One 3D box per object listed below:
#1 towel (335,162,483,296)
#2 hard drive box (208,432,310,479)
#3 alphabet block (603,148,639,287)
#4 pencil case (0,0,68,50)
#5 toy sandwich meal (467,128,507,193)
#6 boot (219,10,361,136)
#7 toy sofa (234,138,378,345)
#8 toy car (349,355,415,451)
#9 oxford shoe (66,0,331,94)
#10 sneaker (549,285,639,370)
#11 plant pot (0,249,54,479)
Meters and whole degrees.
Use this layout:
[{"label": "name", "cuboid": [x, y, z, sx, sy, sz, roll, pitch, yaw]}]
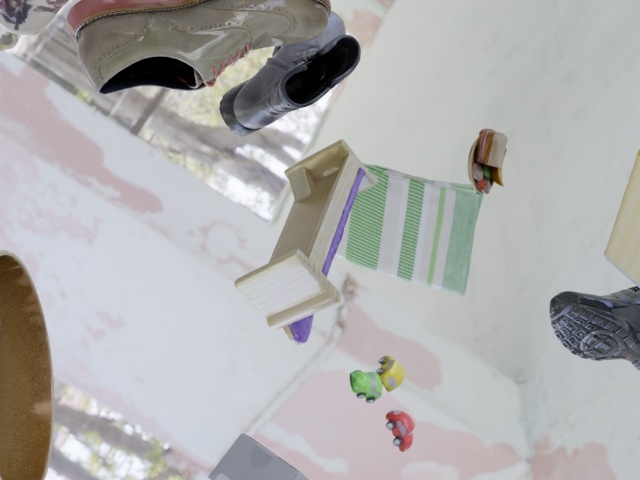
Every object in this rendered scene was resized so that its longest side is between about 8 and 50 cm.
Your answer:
[{"label": "towel", "cuboid": [0.177, -0.034, 1.932, 0.038, 0.324, 0.248, -37, 137, -59]}, {"label": "hard drive box", "cuboid": [-0.031, 0.409, 1.339, 0.089, 0.232, 0.181, -51, -152, -15]}, {"label": "alphabet block", "cuboid": [0.529, -0.027, 1.192, 0.193, 0.192, 0.197, -25, 141, -24]}, {"label": "pencil case", "cuboid": [-0.177, -0.352, 0.878, 0.410, 0.184, 0.160, -29, -160, -2]}, {"label": "toy sandwich meal", "cuboid": [0.218, -0.101, 1.145, 0.029, 0.086, 0.086, 5, -124, 37]}, {"label": "boot", "cuboid": [-0.003, -0.303, 1.518, 0.222, 0.118, 0.338, -12, -145, 51]}, {"label": "toy sofa", "cuboid": [0.000, 0.000, 1.593, 0.150, 0.177, 0.363, -26, -154, 32]}, {"label": "toy car", "cuboid": [0.144, 0.347, 2.035, 0.053, 0.225, 0.239, -25, -125, 25]}, {"label": "oxford shoe", "cuboid": [-0.140, -0.250, 1.153, 0.123, 0.348, 0.130, 120, -44, -64]}, {"label": "sneaker", "cuboid": [0.472, 0.124, 1.389, 0.109, 0.286, 0.130, -40, -144, 49]}, {"label": "plant pot", "cuboid": [-0.405, 0.140, 0.833, 0.237, 0.254, 0.237, 174, -90, -88]}]
